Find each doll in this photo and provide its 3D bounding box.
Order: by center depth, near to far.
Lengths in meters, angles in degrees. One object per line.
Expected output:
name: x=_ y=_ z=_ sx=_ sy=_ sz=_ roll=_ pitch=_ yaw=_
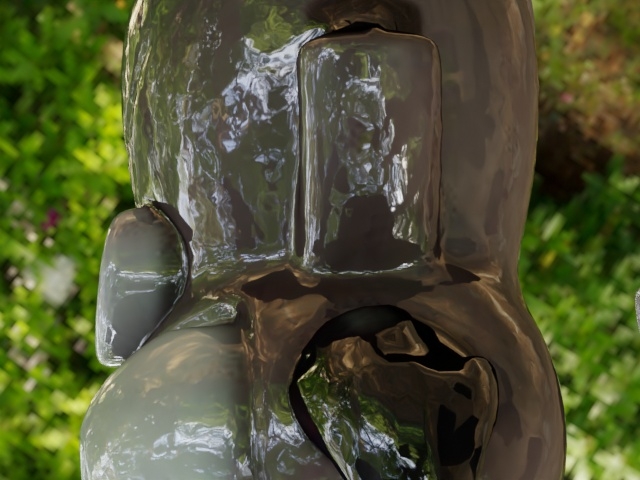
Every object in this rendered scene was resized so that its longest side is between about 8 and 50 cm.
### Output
doll: x=0.002 y=-0.001 z=0.462 sx=0.117 sy=0.257 sz=0.182 roll=3 pitch=160 yaw=-2

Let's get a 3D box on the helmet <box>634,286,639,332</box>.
helmet: x=0.174 y=0.054 z=0.721 sx=0.111 sy=0.057 sz=0.089 roll=-113 pitch=4 yaw=-64
